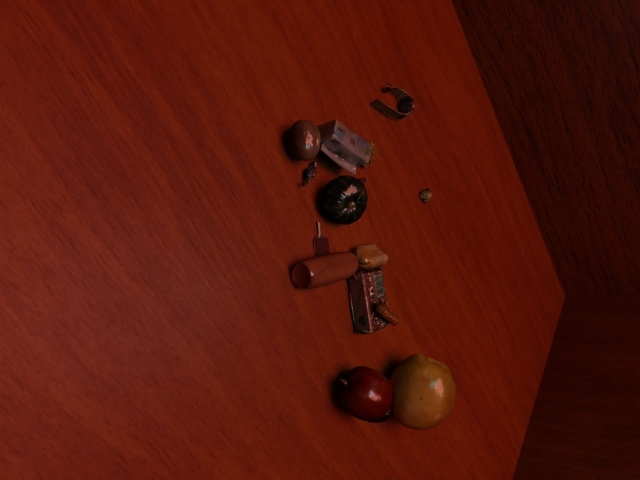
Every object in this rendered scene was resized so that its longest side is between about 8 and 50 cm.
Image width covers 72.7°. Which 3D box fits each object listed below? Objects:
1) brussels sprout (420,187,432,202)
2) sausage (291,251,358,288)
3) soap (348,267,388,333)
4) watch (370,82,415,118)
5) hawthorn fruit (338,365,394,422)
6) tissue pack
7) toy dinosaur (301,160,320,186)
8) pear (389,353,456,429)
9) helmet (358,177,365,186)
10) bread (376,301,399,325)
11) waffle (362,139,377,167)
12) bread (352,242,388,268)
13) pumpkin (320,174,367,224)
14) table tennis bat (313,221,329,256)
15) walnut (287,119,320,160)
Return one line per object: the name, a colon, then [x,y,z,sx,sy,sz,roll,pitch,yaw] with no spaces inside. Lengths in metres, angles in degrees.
brussels sprout: [0.586,-0.252,2.390,0.085,0.058,0.085,37,45,-47]
sausage: [0.029,0.113,1.725,0.304,0.121,0.121,-11,90,-45]
soap: [0.217,0.256,1.898,0.218,0.098,0.273,-6,87,-45]
watch: [0.372,-0.724,2.254,0.269,0.102,0.164,13,66,-33]
hawthorn fruit: [0.165,0.600,1.712,0.250,0.215,0.215,28,63,-23]
tissue pack: [0.079,-0.383,1.844,0.230,0.159,0.145,28,68,-38]
toy dinosaur: [-0.041,-0.271,1.777,0.055,0.049,0.154,50,47,-29]
pear: [0.446,0.663,1.909,0.315,0.315,0.314,10,75,-43]
helmet: [0.183,-0.248,1.995,0.065,0.049,0.083,-78,169,-64]
bread: [0.288,0.314,1.855,0.157,0.044,0.052,42,46,-35]
waffle: [0.204,-0.427,2.052,0.160,0.046,0.192,54,50,-24]
bread: [0.216,0.072,1.930,0.177,0.084,0.119,-5,50,-44]
pumpkin: [0.098,-0.168,1.824,0.212,0.152,0.211,-7,110,-18]
table tennis bat: [0.000,0.000,1.795,0.087,0.013,0.156,-6,88,-43]
walnut: [-0.064,-0.396,1.721,0.140,0.140,0.162,11,88,-43]
